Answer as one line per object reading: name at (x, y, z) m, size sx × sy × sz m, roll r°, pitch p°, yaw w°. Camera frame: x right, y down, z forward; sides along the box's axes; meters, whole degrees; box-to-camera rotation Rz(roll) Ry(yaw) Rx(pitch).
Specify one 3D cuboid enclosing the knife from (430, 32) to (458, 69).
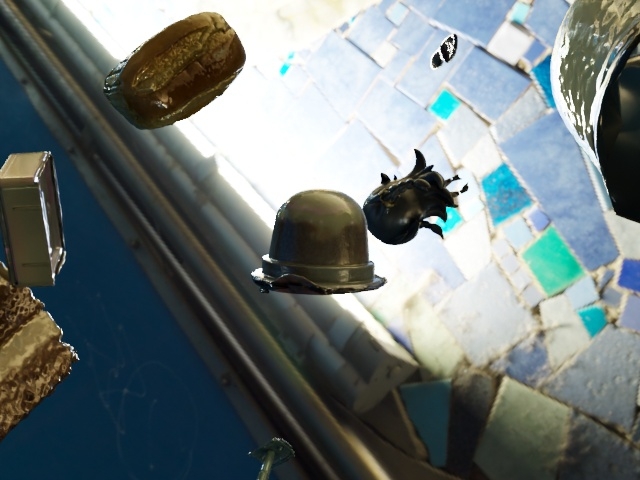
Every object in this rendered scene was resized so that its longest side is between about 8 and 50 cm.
knife at (0.216, -0.325, 1.171) m, size 0.247 × 0.018 × 0.036 m, roll -71°, pitch -44°, yaw -85°

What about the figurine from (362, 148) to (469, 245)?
figurine at (0.232, -0.101, 1.732) m, size 0.197 × 0.265 × 0.175 m, roll 32°, pitch -160°, yaw -26°

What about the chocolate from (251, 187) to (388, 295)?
chocolate at (-0.006, -0.002, 0.971) m, size 0.221 × 0.147 × 0.221 m, roll -4°, pitch -169°, yaw 1°

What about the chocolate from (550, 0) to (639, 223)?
chocolate at (0.444, -0.198, 0.774) m, size 0.325 × 0.314 × 0.297 m, roll 18°, pitch -149°, yaw -5°

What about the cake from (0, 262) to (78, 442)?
cake at (-0.633, 0.225, 1.176) m, size 0.290 × 0.255 × 0.282 m, roll 48°, pitch -152°, yaw -11°

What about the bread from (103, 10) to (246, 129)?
bread at (-0.230, -0.277, 1.096) m, size 0.106 × 0.236 × 0.140 m, roll 7°, pitch 136°, yaw 54°

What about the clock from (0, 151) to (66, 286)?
clock at (-0.476, -0.035, 1.107) m, size 0.071 × 0.192 × 0.147 m, roll -3°, pitch -153°, yaw -11°

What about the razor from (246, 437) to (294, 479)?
razor at (-0.080, 0.326, 0.859) m, size 0.040 × 0.068 × 0.135 m, roll 39°, pitch -143°, yaw -15°
